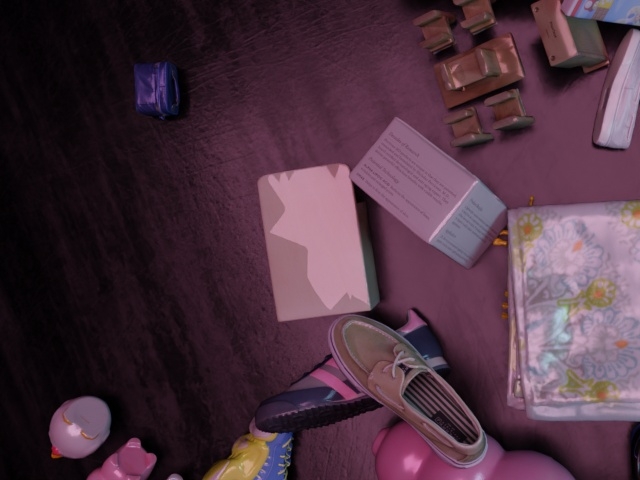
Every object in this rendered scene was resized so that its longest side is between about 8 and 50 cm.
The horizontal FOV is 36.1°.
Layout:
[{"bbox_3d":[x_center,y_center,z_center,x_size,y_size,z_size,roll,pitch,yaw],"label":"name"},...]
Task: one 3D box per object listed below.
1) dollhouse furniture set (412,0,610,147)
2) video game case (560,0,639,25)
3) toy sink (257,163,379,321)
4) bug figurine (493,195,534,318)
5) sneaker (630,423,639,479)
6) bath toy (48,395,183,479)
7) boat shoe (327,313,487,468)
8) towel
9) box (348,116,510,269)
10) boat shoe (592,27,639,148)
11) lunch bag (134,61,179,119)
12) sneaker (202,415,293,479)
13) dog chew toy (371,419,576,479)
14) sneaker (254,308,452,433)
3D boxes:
[{"bbox_3d":[0.301,-0.284,1.538,0.242,0.161,0.212,-20,85,33],"label":"dollhouse furniture set"},{"bbox_3d":[0.503,-0.394,1.394,0.025,0.285,0.204,-112,34,-41],"label":"video game case"},{"bbox_3d":[0.000,0.000,1.578,0.153,0.131,0.234,-9,93,11],"label":"toy sink"},{"bbox_3d":[0.400,0.057,1.523,0.279,0.072,0.216,14,86,16],"label":"bug figurine"},{"bbox_3d":[0.511,0.395,1.489,0.082,0.090,0.232,-9,87,11],"label":"sneaker"},{"bbox_3d":[-0.332,0.419,1.652,0.348,0.151,0.129,45,133,9],"label":"bath toy"},{"bbox_3d":[0.131,0.206,1.446,0.302,0.094,0.109,40,68,21],"label":"boat shoe"},{"bbox_3d":[0.453,0.098,1.409,0.375,0.090,0.320,-2,82,18],"label":"towel"},{"bbox_3d":[0.171,-0.069,1.494,0.182,0.181,0.119,43,97,30],"label":"box"},{"bbox_3d":[0.476,-0.231,1.517,0.063,0.066,0.184,14,90,-3],"label":"boat shoe"},{"bbox_3d":[-0.273,-0.254,1.667,0.065,0.067,0.098,-3,90,12],"label":"lunch bag"},{"bbox_3d":[-0.080,0.360,1.627,0.126,0.091,0.240,43,98,-10],"label":"sneaker"},{"bbox_3d":[0.230,0.384,1.499,0.332,0.207,0.206,26,95,18],"label":"dog chew toy"},{"bbox_3d":[0.038,0.209,1.562,0.319,0.112,0.131,-16,64,-10],"label":"sneaker"}]
